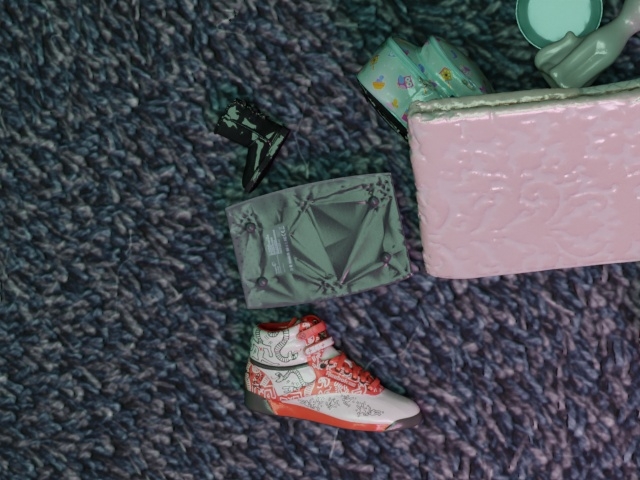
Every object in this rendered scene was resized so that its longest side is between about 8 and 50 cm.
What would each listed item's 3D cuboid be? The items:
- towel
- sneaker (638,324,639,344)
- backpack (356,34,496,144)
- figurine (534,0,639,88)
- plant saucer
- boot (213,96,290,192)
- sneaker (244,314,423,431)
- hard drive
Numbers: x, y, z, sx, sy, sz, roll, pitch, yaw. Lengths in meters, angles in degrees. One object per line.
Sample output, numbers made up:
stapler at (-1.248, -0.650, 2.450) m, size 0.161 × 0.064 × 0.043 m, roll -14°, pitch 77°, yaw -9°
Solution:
towel at (0.283, -0.076, 1.749) m, size 0.317 × 0.053 × 0.332 m, roll -6°, pitch 139°, yaw 6°
sneaker at (0.599, 0.152, 1.800) m, size 0.331 × 0.122 × 0.146 m, roll 10°, pitch 116°, yaw 10°
backpack at (0.147, -0.205, 1.818) m, size 0.188 × 0.166 × 0.144 m, roll 38°, pitch 107°, yaw 5°
figurine at (0.435, -0.233, 1.794) m, size 0.209 × 0.092 × 0.215 m, roll -40°, pitch 95°, yaw 5°
plant saucer at (0.333, -0.322, 1.841) m, size 0.119 × 0.021 × 0.119 m, roll 1°, pitch 97°, yaw 11°
boot at (-0.112, -0.144, 1.944) m, size 0.099 × 0.045 × 0.121 m, roll 31°, pitch 94°, yaw 5°
sneaker at (0.020, 0.191, 1.929) m, size 0.270 × 0.090 × 0.145 m, roll 7°, pitch 100°, yaw 14°
hard drive at (0.000, 0.000, 1.931) m, size 0.255 × 0.054 × 0.172 m, roll -12°, pitch 94°, yaw 13°
